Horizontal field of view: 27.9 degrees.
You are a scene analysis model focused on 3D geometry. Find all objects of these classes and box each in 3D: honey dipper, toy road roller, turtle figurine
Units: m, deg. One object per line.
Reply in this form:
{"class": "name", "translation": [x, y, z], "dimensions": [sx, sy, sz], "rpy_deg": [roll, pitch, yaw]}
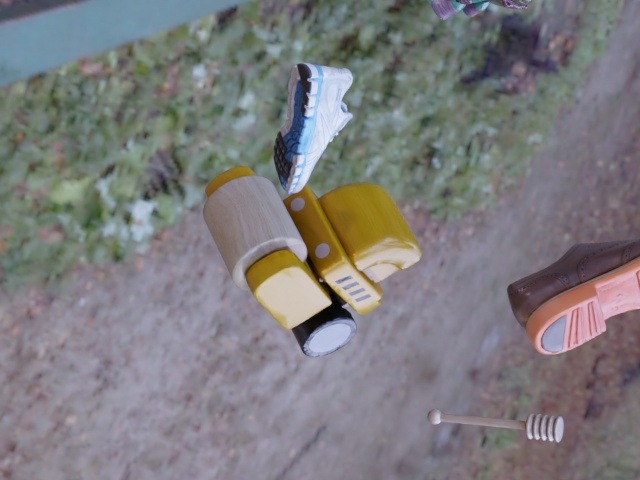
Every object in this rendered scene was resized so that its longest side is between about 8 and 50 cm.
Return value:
{"class": "honey dipper", "translation": [0.198, 0.210, 1.483], "dimensions": [0.030, 0.161, 0.030], "rpy_deg": [2, 90, -65]}
{"class": "toy road roller", "translation": [0.000, 0.000, 1.928], "dimensions": [0.241, 0.202, 0.329], "rpy_deg": [-33, 146, 7]}
{"class": "turtle figurine", "translation": [0.287, -0.411, 1.987], "dimensions": [0.175, 0.234, 0.118], "rpy_deg": [9, 68, -42]}

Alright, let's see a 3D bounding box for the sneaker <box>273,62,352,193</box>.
{"class": "sneaker", "translation": [-0.003, -0.134, 1.587], "dimensions": [0.083, 0.071, 0.190], "rpy_deg": [-7, 137, -26]}

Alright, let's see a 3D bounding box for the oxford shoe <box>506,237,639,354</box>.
{"class": "oxford shoe", "translation": [0.452, 0.033, 1.930], "dimensions": [0.364, 0.132, 0.130], "rpy_deg": [-23, 136, -8]}
